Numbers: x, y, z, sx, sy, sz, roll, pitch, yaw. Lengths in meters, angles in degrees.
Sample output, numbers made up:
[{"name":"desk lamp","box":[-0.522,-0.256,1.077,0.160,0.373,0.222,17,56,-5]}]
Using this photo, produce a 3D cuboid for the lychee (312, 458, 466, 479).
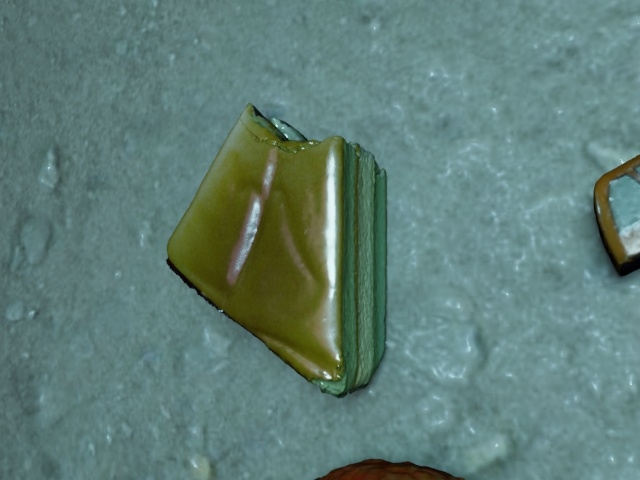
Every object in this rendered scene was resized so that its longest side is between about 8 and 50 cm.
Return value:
[{"name":"lychee","box":[0.067,0.320,0.498,0.300,0.255,0.255,13,91,56]}]

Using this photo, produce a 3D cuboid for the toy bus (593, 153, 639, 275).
[{"name":"toy bus","box":[0.408,-0.098,0.468,0.408,0.093,0.092,-31,66,18]}]

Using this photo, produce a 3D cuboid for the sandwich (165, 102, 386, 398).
[{"name":"sandwich","box":[0.000,0.000,0.604,0.227,0.155,0.198,36,100,22]}]
